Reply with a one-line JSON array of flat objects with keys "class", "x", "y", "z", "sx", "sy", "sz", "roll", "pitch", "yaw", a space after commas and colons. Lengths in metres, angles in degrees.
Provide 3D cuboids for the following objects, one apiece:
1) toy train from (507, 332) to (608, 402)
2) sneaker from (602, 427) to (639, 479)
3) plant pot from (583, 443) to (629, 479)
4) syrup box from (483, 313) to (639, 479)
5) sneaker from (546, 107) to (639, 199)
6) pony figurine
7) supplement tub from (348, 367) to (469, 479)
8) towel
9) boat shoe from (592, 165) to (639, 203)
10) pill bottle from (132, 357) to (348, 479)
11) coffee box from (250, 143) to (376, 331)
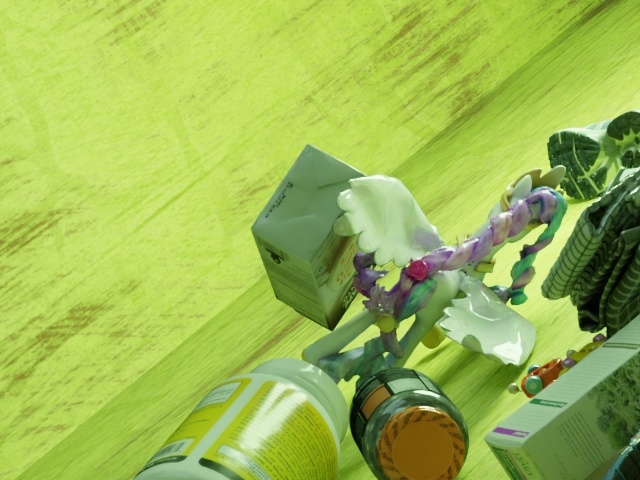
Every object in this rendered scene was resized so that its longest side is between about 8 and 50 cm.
[{"class": "toy train", "x": 0.263, "y": 0.157, "z": 2.075, "sx": 0.125, "sy": 0.046, "sz": 0.166, "roll": -33, "pitch": 6, "yaw": 10}, {"class": "sneaker", "x": 0.282, "y": 0.186, "z": 1.586, "sx": 0.221, "sy": 0.083, "sz": 0.087, "roll": -35, "pitch": -6, "yaw": -43}, {"class": "plant pot", "x": 0.307, "y": 0.210, "z": 1.670, "sx": 0.236, "sy": 0.032, "sz": 0.236, "roll": -33, "pitch": 8, "yaw": 5}, {"class": "syrup box", "x": 0.281, "y": 0.158, "z": 1.837, "sx": 0.237, "sy": 0.093, "sz": 0.096, "roll": -36, "pitch": 10, "yaw": -14}, {"class": "sneaker", "x": 0.449, "y": -0.135, "z": 2.857, "sx": 0.122, "sy": 0.110, "sz": 0.283, "roll": -18, "pitch": 2, "yaw": -32}, {"class": "pony figurine", "x": 0.140, "y": 0.056, "z": 2.456, "sx": 0.363, "sy": 0.303, "sz": 0.351, "roll": -46, "pitch": -8, "yaw": 33}, {"class": "supplement tub", "x": 0.097, "y": 0.211, "z": 2.126, "sx": 0.117, "sy": 0.117, "sz": 0.190, "roll": -34, "pitch": 10, "yaw": -1}, {"class": "towel", "x": 0.391, "y": -0.021, "z": 2.100, "sx": 0.284, "sy": 0.121, "sz": 0.235, "roll": -36, "pitch": -15, "yaw": -20}, {"class": "boat shoe", "x": 0.403, "y": -0.043, "z": 2.421, "sx": 0.105, "sy": 0.113, "sz": 0.306, "roll": -42, "pitch": 8, "yaw": -12}, {"class": "pill bottle", "x": -0.088, "y": 0.270, "z": 2.233, "sx": 0.188, "sy": 0.188, "sz": 0.334, "roll": -28, "pitch": 10, "yaw": 31}, {"class": "coffee box", "x": 0.000, "y": 0.000, "z": 2.525, "sx": 0.141, "sy": 0.098, "sz": 0.246, "roll": -56, "pitch": -18, "yaw": -15}]
